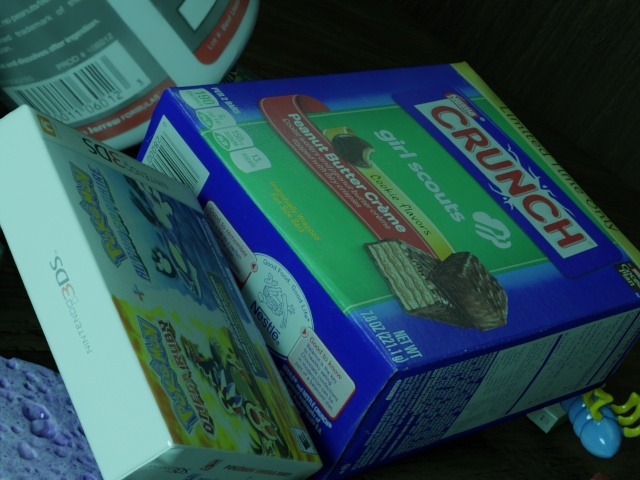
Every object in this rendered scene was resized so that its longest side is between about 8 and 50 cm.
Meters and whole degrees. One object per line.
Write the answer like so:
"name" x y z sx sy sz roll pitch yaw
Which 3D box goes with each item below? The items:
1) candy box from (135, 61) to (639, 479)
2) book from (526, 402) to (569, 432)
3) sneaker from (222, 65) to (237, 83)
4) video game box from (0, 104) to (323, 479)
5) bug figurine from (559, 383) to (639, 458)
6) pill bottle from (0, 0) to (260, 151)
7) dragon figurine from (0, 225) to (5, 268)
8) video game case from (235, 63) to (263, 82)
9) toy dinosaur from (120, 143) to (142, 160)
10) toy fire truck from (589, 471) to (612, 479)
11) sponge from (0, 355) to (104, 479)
"candy box" 0.060 0.005 0.979 0.317 0.122 0.268 -10 52 -45
"book" 0.172 0.115 1.243 0.144 0.035 0.096 41 22 19
"sneaker" -0.146 -0.143 1.213 0.107 0.110 0.275 17 17 -18
"video game box" -0.091 0.040 0.745 0.205 0.048 0.187 63 17 21
"bug figurine" 0.307 0.216 1.134 0.279 0.072 0.216 31 22 -26
"pill bottle" -0.214 -0.243 0.907 0.363 0.210 0.210 51 2 -40
"dragon figurine" -0.240 -0.034 0.770 0.144 0.085 0.289 34 18 -2
"video game case" -0.083 -0.165 1.556 0.190 0.022 0.173 33 16 -4
"toy dinosaur" -0.136 -0.050 1.071 0.268 0.064 0.118 36 7 22
"toy fire truck" 0.252 0.255 0.958 0.192 0.047 0.135 38 15 12
"sponge" -0.193 0.078 0.638 0.210 0.031 0.117 25 18 -28
